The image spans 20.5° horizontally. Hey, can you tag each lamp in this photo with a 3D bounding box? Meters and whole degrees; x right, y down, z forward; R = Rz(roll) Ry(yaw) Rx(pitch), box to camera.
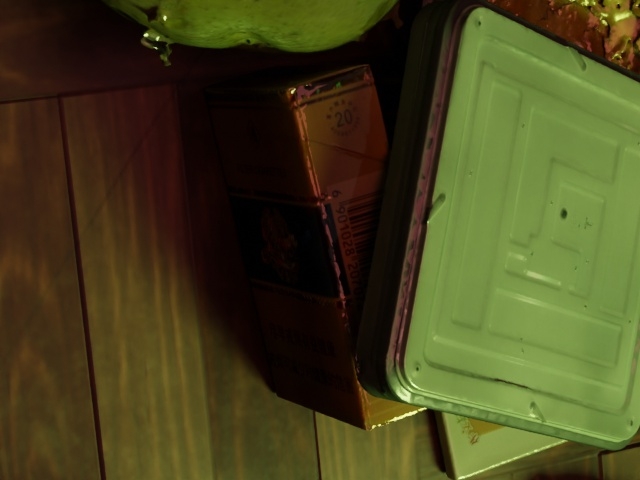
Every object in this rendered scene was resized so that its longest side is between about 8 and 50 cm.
[{"bbox_3d":[0.147,-0.005,1.212,0.266,0.047,0.269,17,80,-42],"label":"lamp"}]

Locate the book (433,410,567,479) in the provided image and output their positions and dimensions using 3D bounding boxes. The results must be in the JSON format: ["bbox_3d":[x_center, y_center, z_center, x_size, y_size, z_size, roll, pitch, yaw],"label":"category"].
[{"bbox_3d":[0.209,0.049,1.399,0.295,0.020,0.208,-15,101,-24],"label":"book"}]

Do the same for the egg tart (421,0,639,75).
[{"bbox_3d":[0.167,-0.151,1.323,0.234,0.094,0.234,-1,93,-28],"label":"egg tart"}]

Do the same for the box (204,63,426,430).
[{"bbox_3d":[0.000,0.000,1.219,0.070,0.152,0.237,-15,100,-23],"label":"box"}]

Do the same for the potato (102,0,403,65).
[{"bbox_3d":[-0.061,-0.296,1.136,0.270,0.219,0.359,-6,90,-35],"label":"potato"}]
